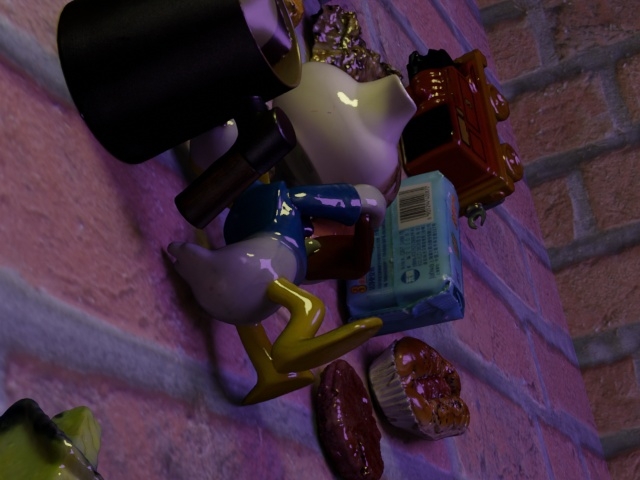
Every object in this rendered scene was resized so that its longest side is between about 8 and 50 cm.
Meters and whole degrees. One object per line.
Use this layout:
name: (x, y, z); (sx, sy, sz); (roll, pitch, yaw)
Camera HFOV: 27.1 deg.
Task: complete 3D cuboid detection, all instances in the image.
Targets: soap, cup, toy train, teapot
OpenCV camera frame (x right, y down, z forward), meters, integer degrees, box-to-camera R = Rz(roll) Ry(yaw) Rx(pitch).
soap: (0.111, 0.014, 1.779); (0.293, 0.156, 0.077); (-87, 160, -48)
cup: (-0.112, -0.144, 1.248); (0.166, 0.177, 0.239); (-46, 115, -71)
toy train: (0.236, -0.189, 2.377); (0.231, 0.163, 0.369); (37, 37, -46)
teapot: (0.027, -0.127, 1.623); (0.204, 0.139, 0.298); (56, -11, -6)

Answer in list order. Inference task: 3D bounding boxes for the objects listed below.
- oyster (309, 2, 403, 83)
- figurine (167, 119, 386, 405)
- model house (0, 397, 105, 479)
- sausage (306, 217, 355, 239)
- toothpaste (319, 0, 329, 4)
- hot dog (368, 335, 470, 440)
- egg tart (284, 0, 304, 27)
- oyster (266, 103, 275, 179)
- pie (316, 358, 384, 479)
oyster: (0.050, -0.259, 2.020); (0.214, 0.083, 0.223); (52, 32, -40)
figurine: (-0.038, -0.032, 1.347); (0.283, 0.204, 0.338); (-15, 73, -48)
model house: (-0.138, 0.215, 0.814); (0.194, 0.170, 0.211); (59, 20, -26)
sausage: (0.000, 0.001, 1.615); (0.065, 0.065, 0.169); (68, 18, -8)
toothpaste: (0.031, -0.511, 2.213); (0.336, 0.081, 0.067); (-87, 155, -49)
hot dog: (0.138, 0.202, 1.799); (0.268, 0.075, 0.144); (22, 52, -66)
egg tart: (-0.057, -0.330, 1.812); (0.130, 0.052, 0.130); (-20, 90, -75)
oyster: (-0.095, -0.161, 1.551); (0.106, 0.061, 0.200); (-130, -162, -77)
pie: (0.033, 0.214, 1.541); (0.153, 0.038, 0.153); (-20, 90, -75)
